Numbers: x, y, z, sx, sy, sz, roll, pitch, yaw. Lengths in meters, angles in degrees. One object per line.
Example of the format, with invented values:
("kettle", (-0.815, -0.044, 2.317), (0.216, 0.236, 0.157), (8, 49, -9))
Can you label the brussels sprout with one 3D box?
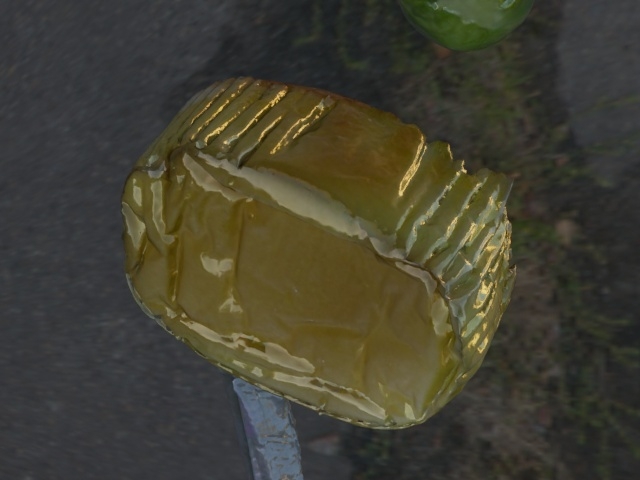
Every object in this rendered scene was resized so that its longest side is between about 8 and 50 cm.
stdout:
("brussels sprout", (0.128, -0.250, 1.621), (0.143, 0.180, 0.162), (30, 111, 22))

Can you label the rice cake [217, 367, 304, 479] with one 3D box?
("rice cake", (-0.046, 0.181, 1.590), (0.055, 0.049, 0.270), (-22, 123, -14))

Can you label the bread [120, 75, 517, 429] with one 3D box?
("bread", (0.000, 0.000, 1.157), (0.250, 0.179, 0.133), (20, 37, 14))
